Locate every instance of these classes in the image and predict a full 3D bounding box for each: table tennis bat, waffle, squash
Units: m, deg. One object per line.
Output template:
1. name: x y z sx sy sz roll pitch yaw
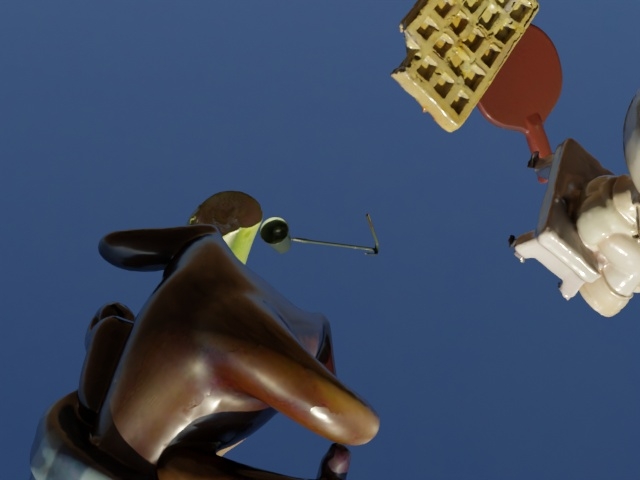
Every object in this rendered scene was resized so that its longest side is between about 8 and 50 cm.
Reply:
1. table tennis bat: 0.188 -0.126 1.713 0.098 0.154 0.019 -26 -165 -22
2. waffle: 0.108 -0.161 1.445 0.135 0.092 0.021 -55 -157 -21
3. squash: -0.110 0.060 1.777 0.083 0.250 0.083 7 -139 -6

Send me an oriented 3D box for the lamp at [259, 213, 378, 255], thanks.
1. lamp: -0.001 0.000 2.000 0.121 0.054 0.041 1 -113 12

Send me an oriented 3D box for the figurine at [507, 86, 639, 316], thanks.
1. figurine: 0.267 -0.063 1.437 0.144 0.257 0.182 49 -139 2

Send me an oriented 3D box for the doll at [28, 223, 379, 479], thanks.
1. doll: -0.101 0.175 1.367 0.318 0.340 0.209 32 178 29
